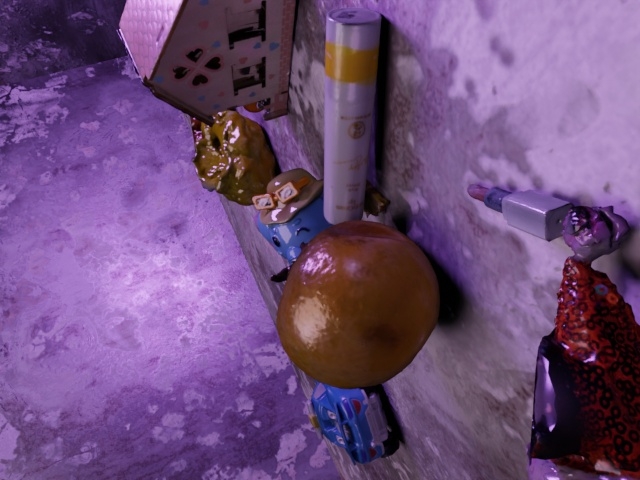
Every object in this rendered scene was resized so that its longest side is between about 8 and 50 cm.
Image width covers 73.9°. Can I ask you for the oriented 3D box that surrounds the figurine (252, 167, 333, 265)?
[{"bbox_3d":[0.001,-0.001,0.725,0.262,0.154,0.180,51,156,-4],"label":"figurine"}]

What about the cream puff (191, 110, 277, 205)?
[{"bbox_3d":[-0.230,-0.204,1.095,0.281,0.185,0.281,59,166,25],"label":"cream puff"}]

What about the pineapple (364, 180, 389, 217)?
[{"bbox_3d":[0.067,-0.060,0.607,0.083,0.019,0.045,51,154,38],"label":"pineapple"}]

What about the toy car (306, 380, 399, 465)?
[{"bbox_3d":[0.051,0.393,1.013,0.314,0.166,0.198,-177,70,-73],"label":"toy car"}]

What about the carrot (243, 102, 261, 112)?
[{"bbox_3d":[-0.171,-0.360,0.932,0.061,0.061,0.209,88,159,-51],"label":"carrot"}]

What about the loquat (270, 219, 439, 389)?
[{"bbox_3d":[0.044,0.068,0.530,0.213,0.213,0.213,58,161,32],"label":"loquat"}]

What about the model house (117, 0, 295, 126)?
[{"bbox_3d":[-0.178,-0.316,0.670,0.169,0.244,0.326,62,164,14],"label":"model house"}]

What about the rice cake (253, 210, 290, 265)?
[{"bbox_3d":[-0.124,-0.010,1.235,0.365,0.056,0.072,39,149,60],"label":"rice cake"}]

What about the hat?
[{"bbox_3d":[0.181,0.090,0.273,0.129,0.140,0.227,-15,84,64],"label":"hat"}]

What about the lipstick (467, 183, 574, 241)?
[{"bbox_3d":[0.155,-0.030,0.350,0.107,0.025,0.025,-132,24,-65],"label":"lipstick"}]

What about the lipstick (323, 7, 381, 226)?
[{"bbox_3d":[0.033,-0.131,0.517,0.059,0.059,0.263,54,154,40],"label":"lipstick"}]

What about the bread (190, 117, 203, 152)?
[{"bbox_3d":[-0.327,-0.340,1.315,0.247,0.135,0.232,180,82,-75],"label":"bread"}]
